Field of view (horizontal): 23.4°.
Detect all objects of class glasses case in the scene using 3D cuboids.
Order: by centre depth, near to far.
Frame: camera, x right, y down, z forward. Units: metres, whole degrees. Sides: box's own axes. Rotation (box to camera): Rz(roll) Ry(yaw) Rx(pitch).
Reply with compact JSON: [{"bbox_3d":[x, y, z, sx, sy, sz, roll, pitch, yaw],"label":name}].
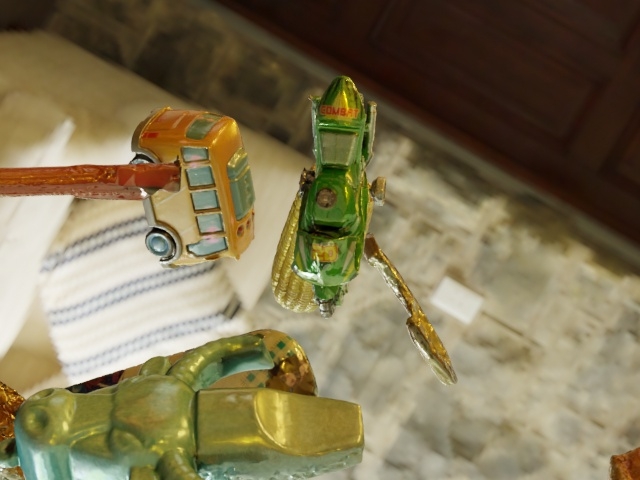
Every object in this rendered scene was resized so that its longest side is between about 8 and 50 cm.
[{"bbox_3d":[-0.162,0.185,1.597,0.327,0.125,0.076,-17,171,5],"label":"glasses case"}]

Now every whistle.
[{"bbox_3d":[-0.104,0.150,1.140,0.186,0.274,0.093,-95,-178,-56],"label":"whistle"}]

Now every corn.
[{"bbox_3d":[0.000,0.000,1.551,0.081,0.081,0.248,-57,175,-28],"label":"corn"}]

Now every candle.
[{"bbox_3d":[-0.164,-0.034,0.910,0.021,0.167,0.026,-115,-149,-46],"label":"candle"}]

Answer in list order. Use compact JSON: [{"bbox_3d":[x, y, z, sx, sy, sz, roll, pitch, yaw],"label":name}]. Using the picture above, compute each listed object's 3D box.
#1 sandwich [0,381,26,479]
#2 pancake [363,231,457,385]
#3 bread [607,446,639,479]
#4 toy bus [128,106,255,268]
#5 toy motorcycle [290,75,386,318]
[{"bbox_3d":[-0.453,0.185,1.467,0.271,0.301,0.099,40,39,-53],"label":"sandwich"},{"bbox_3d":[0.119,0.091,2.023,0.029,0.235,0.212,-31,150,4],"label":"pancake"},{"bbox_3d":[0.304,0.307,1.431,0.077,0.139,0.271,-16,-155,16],"label":"bread"},{"bbox_3d":[-0.158,-0.067,2.013,0.126,0.136,0.209,-57,142,-58],"label":"toy bus"},{"bbox_3d":[0.010,-0.032,1.236,0.106,0.074,0.190,19,76,-82],"label":"toy motorcycle"}]
